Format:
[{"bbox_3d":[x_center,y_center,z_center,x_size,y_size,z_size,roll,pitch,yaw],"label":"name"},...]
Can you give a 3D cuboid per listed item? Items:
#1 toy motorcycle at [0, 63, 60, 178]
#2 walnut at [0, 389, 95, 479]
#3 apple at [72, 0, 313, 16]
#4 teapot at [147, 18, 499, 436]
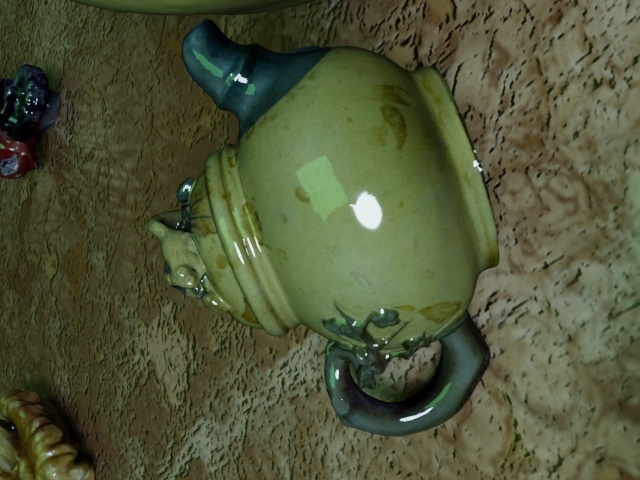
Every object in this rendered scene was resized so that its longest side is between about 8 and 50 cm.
[{"bbox_3d":[-0.356,-0.130,0.854,0.213,0.082,0.122,8,83,52],"label":"toy motorcycle"},{"bbox_3d":[-0.284,0.232,0.771,0.170,0.069,0.142,44,118,37],"label":"walnut"},{"bbox_3d":[-0.026,-0.332,0.313,0.474,0.474,0.473,-3,86,43],"label":"apple"},{"bbox_3d":[0.000,0.000,0.433,0.183,0.173,0.269,-19,106,3],"label":"teapot"}]
